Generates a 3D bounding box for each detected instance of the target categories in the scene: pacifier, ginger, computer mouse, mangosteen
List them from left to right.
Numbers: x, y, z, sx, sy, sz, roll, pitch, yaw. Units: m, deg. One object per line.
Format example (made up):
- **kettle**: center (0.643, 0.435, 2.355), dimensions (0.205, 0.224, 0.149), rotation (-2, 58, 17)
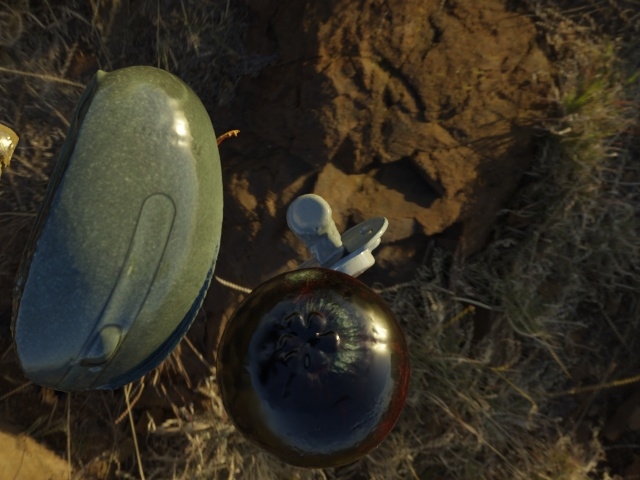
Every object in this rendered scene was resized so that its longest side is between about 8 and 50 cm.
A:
- **ginger**: center (-0.418, -0.081, 1.014), dimensions (0.069, 0.051, 0.173), rotation (29, 48, -34)
- **computer mouse**: center (-0.212, -0.003, 0.890), dimensions (0.203, 0.114, 0.374), rotation (11, 94, -41)
- **mangosteen**: center (-0.009, 0.199, 1.243), dimensions (0.300, 0.300, 0.300), rotation (-1, 95, -11)
- **pacifier**: center (0.000, 0.000, 1.753), dimensions (0.279, 0.227, 0.207), rotation (-36, 106, -2)

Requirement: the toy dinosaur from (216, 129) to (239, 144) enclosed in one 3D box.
- **toy dinosaur**: center (-0.294, -0.147, 1.819), dimensions (0.288, 0.070, 0.117), rotation (-25, 103, -17)
